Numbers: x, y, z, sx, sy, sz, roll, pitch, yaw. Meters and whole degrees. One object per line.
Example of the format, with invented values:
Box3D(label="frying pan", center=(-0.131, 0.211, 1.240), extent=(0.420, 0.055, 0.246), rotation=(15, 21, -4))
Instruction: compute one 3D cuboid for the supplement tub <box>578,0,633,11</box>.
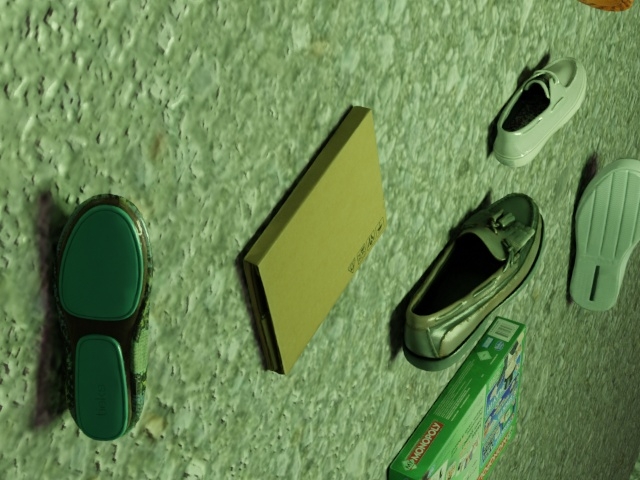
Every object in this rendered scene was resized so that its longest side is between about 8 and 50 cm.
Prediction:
Box3D(label="supplement tub", center=(0.354, -0.370, 1.587), extent=(0.190, 0.117, 0.117), rotation=(-66, 156, -9))

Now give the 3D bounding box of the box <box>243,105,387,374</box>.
Box3D(label="box", center=(0.000, 0.000, 1.231), extent=(0.201, 0.021, 0.164), rotation=(-55, 152, -31))

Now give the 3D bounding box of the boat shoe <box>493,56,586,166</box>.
Box3D(label="boat shoe", center=(0.259, -0.167, 1.619), extent=(0.184, 0.066, 0.063), rotation=(-45, 148, -27))

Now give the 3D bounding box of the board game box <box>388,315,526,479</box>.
Box3D(label="board game box", center=(0.180, 0.275, 1.797), extent=(0.317, 0.046, 0.213), rotation=(-47, 148, -42))

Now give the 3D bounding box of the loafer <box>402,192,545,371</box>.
Box3D(label="loafer", center=(0.179, 0.031, 1.556), extent=(0.267, 0.096, 0.084), rotation=(-52, 145, -31))

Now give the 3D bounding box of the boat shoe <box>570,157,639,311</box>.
Box3D(label="boat shoe", center=(0.437, -0.021, 2.078), extent=(0.302, 0.109, 0.094), rotation=(97, 10, -46))

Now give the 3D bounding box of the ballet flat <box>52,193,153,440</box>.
Box3D(label="ballet flat", center=(-0.145, 0.045, 0.925), extent=(0.070, 0.070, 0.188), rotation=(-34, 139, -54))
